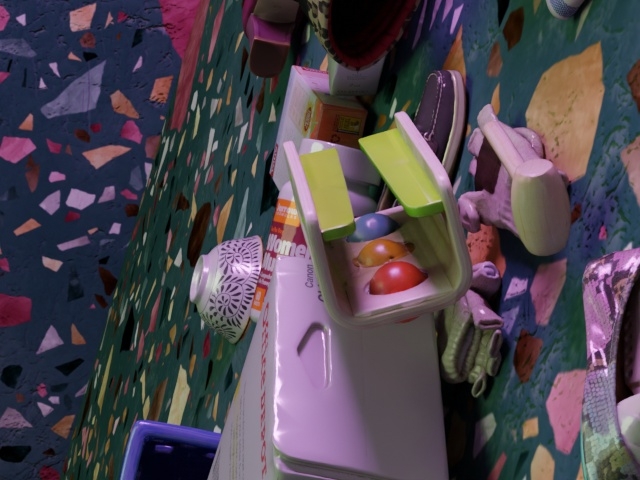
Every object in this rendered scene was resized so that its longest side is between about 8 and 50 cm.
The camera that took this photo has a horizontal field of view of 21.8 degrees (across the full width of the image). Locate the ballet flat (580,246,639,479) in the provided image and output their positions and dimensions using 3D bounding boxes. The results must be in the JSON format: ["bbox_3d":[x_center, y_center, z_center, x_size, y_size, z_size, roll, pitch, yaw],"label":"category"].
[{"bbox_3d":[0.219,0.095,1.122,0.079,0.077,0.221,-32,42,42],"label":"ballet flat"}]

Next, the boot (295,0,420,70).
[{"bbox_3d":[0.027,-0.399,1.818,0.284,0.138,0.377,-119,38,-46],"label":"boot"}]

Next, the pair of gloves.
[{"bbox_3d":[0.146,0.011,1.518,0.204,0.042,0.240,-109,35,-65],"label":"pair of gloves"}]

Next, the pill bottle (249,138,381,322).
[{"bbox_3d":[0.000,0.000,1.922,0.121,0.121,0.221,-167,90,-76],"label":"pill bottle"}]

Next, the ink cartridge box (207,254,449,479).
[{"bbox_3d":[-0.009,0.250,1.578,0.279,0.160,0.384,-92,15,-50],"label":"ink cartridge box"}]

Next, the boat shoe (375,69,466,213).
[{"bbox_3d":[0.095,-0.075,1.724,0.080,0.073,0.223,-178,102,-75],"label":"boat shoe"}]

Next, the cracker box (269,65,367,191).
[{"bbox_3d":[-0.005,-0.126,2.154,0.232,0.067,0.155,-120,40,-69],"label":"cracker box"}]

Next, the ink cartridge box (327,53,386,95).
[{"bbox_3d":[0.045,-0.358,1.993,0.261,0.066,0.296,107,161,-72],"label":"ink cartridge box"}]

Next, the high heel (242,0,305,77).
[{"bbox_3d":[-0.041,-0.434,2.489,0.181,0.127,0.377,-89,21,-46],"label":"high heel"}]

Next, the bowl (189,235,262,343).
[{"bbox_3d":[-0.151,0.067,2.519,0.170,0.080,0.170,-167,90,-76],"label":"bowl"}]

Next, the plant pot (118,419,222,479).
[{"bbox_3d":[-0.129,0.345,1.891,0.212,0.236,0.236,135,147,-76],"label":"plant pot"}]

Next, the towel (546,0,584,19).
[{"bbox_3d":[0.262,-0.348,1.430,0.285,0.034,0.209,124,155,-53],"label":"towel"}]

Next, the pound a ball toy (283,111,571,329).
[{"bbox_3d":[0.089,-0.017,1.452,0.319,0.208,0.135,-110,6,-72],"label":"pound a ball toy"}]
